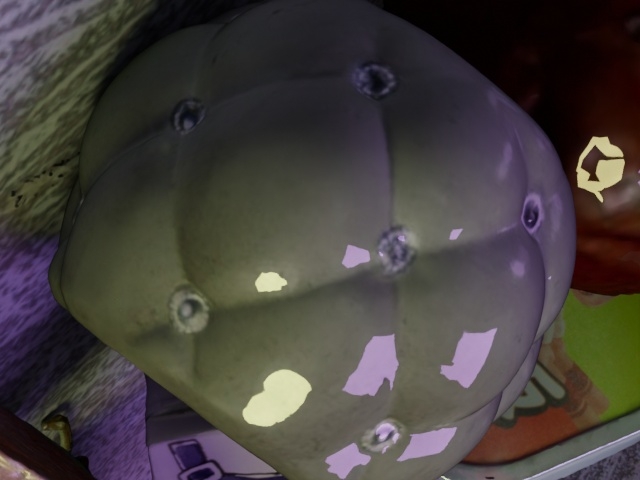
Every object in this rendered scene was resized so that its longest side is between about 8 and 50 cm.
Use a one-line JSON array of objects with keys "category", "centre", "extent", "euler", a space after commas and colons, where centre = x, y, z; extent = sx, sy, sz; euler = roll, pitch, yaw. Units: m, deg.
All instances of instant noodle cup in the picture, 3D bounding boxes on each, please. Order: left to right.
[{"category": "instant noodle cup", "centre": [0.105, 0.076, 1.262], "extent": [0.294, 0.294, 0.308], "euler": [-45, 173, -19]}]

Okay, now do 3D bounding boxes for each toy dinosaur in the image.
[{"category": "toy dinosaur", "centre": [-0.173, 0.168, 1.094], "extent": [0.058, 0.037, 0.180], "euler": [-40, 163, -17]}]

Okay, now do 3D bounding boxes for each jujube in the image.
[{"category": "jujube", "centre": [0.198, -0.119, 0.987], "extent": [0.377, 0.276, 0.276], "euler": [-37, 162, -40]}]

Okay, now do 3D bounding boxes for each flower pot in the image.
[{"category": "flower pot", "centre": [0.000, 0.000, 0.778], "extent": [0.195, 0.246, 0.246], "euler": [-54, 166, -3]}]

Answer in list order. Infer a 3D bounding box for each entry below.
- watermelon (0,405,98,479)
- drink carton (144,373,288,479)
[{"category": "watermelon", "centre": [-0.197, 0.210, 0.771], "extent": [0.292, 0.222, 0.319], "euler": [-50, 167, -16]}, {"category": "drink carton", "centre": [-0.022, 0.161, 0.960], "extent": [0.102, 0.134, 0.222], "euler": [-102, -176, -59]}]
